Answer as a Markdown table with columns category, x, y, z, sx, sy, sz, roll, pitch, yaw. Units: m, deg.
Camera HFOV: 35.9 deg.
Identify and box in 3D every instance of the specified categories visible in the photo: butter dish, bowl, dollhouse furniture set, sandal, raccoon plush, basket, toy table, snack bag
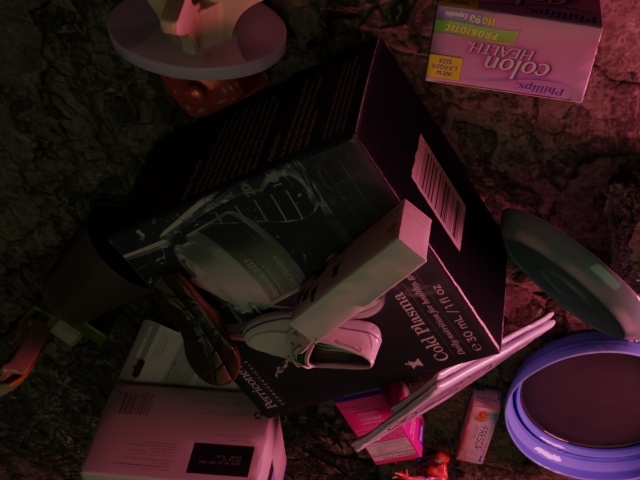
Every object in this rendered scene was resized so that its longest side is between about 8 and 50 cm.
| category | x | y | z | sx | sy | sz | roll | pitch | yaw |
| --- | --- | --- | --- | --- | --- | --- | --- | --- | --- |
| butter dish | -0.191 | -0.262 | 1.598 | 0.160 | 0.118 | 0.160 | -21 | 123 | 26 |
| bowl | 0.563 | 0.331 | 1.966 | 0.391 | 0.077 | 0.391 | 6 | 130 | 7 |
| dollhouse furniture set | -0.552 | 0.240 | 1.976 | 0.151 | 0.301 | 0.197 | 37 | 125 | -15 |
| sandal | -0.195 | 0.138 | 1.603 | 0.090 | 0.060 | 0.219 | -25 | 106 | 25 |
| raccoon plush | 0.580 | 0.082 | 1.604 | 0.216 | 0.299 | 0.446 | -4 | 129 | 15 |
| basket | -0.423 | 0.062 | 1.905 | 0.204 | 0.154 | 0.227 | 40 | 130 | -19 |
| toy table | -0.188 | -0.352 | 1.456 | 0.274 | 0.252 | 0.161 | -1 | 146 | -1 |
| snack bag | 0.243 | 0.263 | 1.841 | 0.037 | 0.323 | 0.342 | 57 | 144 | 14 |

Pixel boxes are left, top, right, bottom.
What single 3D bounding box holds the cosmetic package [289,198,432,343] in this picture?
| category | x | y | z | sx | sy | sz | roll | pitch | yaw |
| --- | --- | --- | --- | --- | --- | --- | --- | --- | --- |
| cosmetic package | 0.056 | 0.047 | 1.435 | 0.060 | 0.099 | 0.239 | 37 | 125 | -19 |

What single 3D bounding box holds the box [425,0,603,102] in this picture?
| category | x | y | z | sx | sy | sz | roll | pitch | yaw |
| --- | --- | --- | --- | --- | --- | --- | --- | --- | --- |
| box | 0.266 | -0.316 | 1.372 | 0.214 | 0.243 | 0.117 | 10 | 131 | 5 |

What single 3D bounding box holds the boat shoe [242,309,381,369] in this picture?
| category | x | y | z | sx | sy | sz | roll | pitch | yaw |
| --- | --- | --- | --- | --- | --- | --- | --- | --- | --- |
| boat shoe | -0.019 | 0.163 | 1.563 | 0.226 | 0.075 | 0.083 | -2 | 130 | 14 |

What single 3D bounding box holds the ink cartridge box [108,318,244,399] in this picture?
| category | x | y | z | sx | sy | sz | roll | pitch | yaw |
| --- | --- | --- | --- | --- | --- | --- | --- | --- | --- |
| ink cartridge box | -0.262 | 0.260 | 2.044 | 0.272 | 0.130 | 0.309 | 24 | 130 | -9 |

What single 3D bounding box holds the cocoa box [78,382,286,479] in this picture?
| category | x | y | z | sx | sy | sz | roll | pitch | yaw |
| --- | --- | --- | --- | --- | --- | --- | --- | --- | --- |
| cocoa box | -0.260 | 0.452 | 1.965 | 0.347 | 0.231 | 0.228 | 2 | 131 | 9 |

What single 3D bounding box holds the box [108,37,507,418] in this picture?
| category | x | y | z | sx | sy | sz | roll | pitch | yaw |
| --- | --- | --- | --- | --- | --- | --- | --- | --- | --- |
| box | 0.000 | 0.000 | 1.668 | 0.472 | 0.297 | 0.480 | -20 | 123 | 28 |

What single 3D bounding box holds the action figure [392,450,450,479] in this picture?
| category | x | y | z | sx | sy | sz | roll | pitch | yaw |
| --- | --- | --- | --- | --- | --- | --- | --- | --- | --- |
| action figure | 0.190 | 0.543 | 2.212 | 0.139 | 0.091 | 0.280 | 18 | 132 | -15 |

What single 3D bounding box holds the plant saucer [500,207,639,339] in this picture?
| category | x | y | z | sx | sy | sz | roll | pitch | yaw |
| --- | --- | --- | --- | --- | --- | --- | --- | --- | --- |
| plant saucer | 0.415 | 0.066 | 1.645 | 0.317 | 0.317 | 0.043 | 43 | 86 | -23 |

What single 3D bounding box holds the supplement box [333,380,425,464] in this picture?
| category | x | y | z | sx | sy | sz | roll | pitch | yaw |
| --- | --- | --- | --- | --- | --- | --- | --- | --- | --- |
| supplement box | 0.124 | 0.350 | 2.051 | 0.114 | 0.111 | 0.220 | -15 | 126 | 22 |

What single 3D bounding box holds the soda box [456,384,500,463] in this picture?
| category | x | y | z | sx | sy | sz | roll | pitch | yaw |
| --- | --- | --- | --- | --- | --- | --- | --- | --- | --- |
| soda box | 0.331 | 0.388 | 2.071 | 0.058 | 0.063 | 0.183 | 11 | 132 | 3 |

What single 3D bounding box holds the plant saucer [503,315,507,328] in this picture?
| category | x | y | z | sx | sy | sz | roll | pitch | yaw |
| --- | --- | --- | --- | --- | --- | --- | --- | --- | --- |
| plant saucer | 0.235 | 0.191 | 1.849 | 0.241 | 0.037 | 0.241 | -12 | 164 | -3 |
